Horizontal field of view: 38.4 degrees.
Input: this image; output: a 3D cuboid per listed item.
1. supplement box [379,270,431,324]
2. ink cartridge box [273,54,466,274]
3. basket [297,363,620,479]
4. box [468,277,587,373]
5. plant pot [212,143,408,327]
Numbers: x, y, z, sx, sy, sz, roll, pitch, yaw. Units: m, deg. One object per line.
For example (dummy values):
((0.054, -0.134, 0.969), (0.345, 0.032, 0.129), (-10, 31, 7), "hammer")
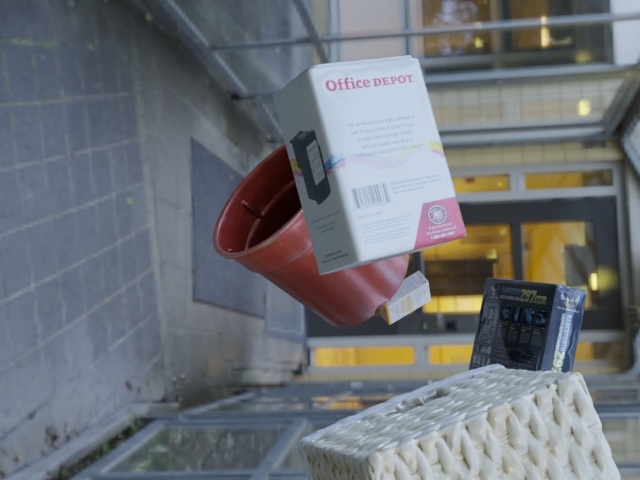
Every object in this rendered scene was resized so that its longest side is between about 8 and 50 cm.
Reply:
((0.159, 0.109, 1.751), (0.036, 0.098, 0.062), (51, -15, 38), "supplement box")
((0.045, -0.070, 0.841), (0.072, 0.127, 0.175), (-21, -98, 58), "ink cartridge box")
((0.192, 0.360, 1.168), (0.266, 0.328, 0.331), (157, -85, -73), "basket")
((0.319, 0.156, 1.450), (0.232, 0.059, 0.184), (179, -78, -73), "box")
((0.000, 0.000, 1.619), (0.265, 0.272, 0.272), (43, 32, -27), "plant pot")
